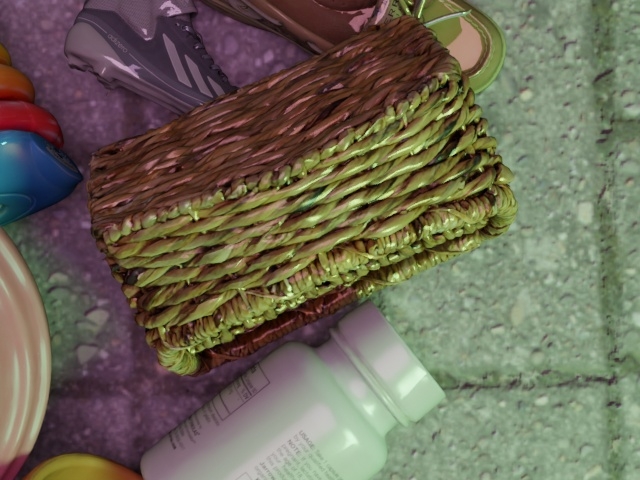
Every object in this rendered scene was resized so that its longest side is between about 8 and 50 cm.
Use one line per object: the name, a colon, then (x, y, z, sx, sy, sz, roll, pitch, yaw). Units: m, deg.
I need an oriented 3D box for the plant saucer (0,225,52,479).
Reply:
plant saucer: (-0.362, 0.098, 1.072, 0.332, 0.084, 0.332, -3, 105, -9)

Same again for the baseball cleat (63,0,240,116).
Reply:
baseball cleat: (-0.106, -0.148, 1.230, 0.206, 0.072, 0.109, 25, 83, -4)

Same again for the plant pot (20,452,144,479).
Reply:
plant pot: (-0.195, 0.338, 1.142, 0.203, 0.291, 0.291, -37, 91, 16)

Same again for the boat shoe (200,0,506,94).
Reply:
boat shoe: (0.018, -0.190, 1.221, 0.285, 0.089, 0.104, 18, 89, -2)

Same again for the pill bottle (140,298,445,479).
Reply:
pill bottle: (-0.019, 0.156, 1.202, 0.229, 0.131, 0.131, -38, 91, 0)

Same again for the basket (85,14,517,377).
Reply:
basket: (0.000, 0.000, 1.130, 0.299, 0.213, 0.223, -24, 114, -1)

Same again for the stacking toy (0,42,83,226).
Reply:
stacking toy: (-0.320, -0.154, 1.204, 0.166, 0.175, 0.301, -22, 77, 4)
